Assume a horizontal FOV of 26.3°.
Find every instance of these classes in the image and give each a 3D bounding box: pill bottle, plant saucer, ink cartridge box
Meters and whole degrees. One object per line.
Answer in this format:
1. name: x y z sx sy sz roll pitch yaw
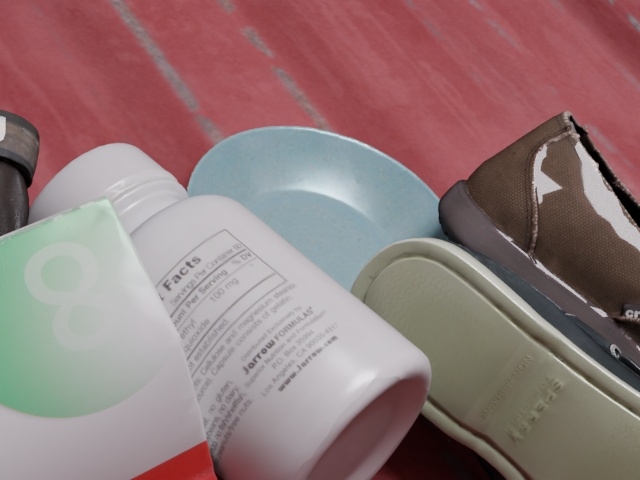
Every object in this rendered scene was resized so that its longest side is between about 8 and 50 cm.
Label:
1. pill bottle: -0.061 0.049 0.778 0.229 0.131 0.131 39 44 22
2. plant saucer: 0.000 0.000 0.928 0.195 0.037 0.195 13 43 -12
3. ink cartridge box: -0.137 0.114 0.654 0.181 0.056 0.224 -25 83 -25

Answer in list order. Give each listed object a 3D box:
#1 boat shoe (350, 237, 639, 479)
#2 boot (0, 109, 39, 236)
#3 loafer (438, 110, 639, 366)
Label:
1. boat shoe: 0.161 0.129 0.813 0.340 0.127 0.113 41 17 13
2. boot: -0.262 0.040 0.712 0.263 0.091 0.229 -1 68 -2
3. loafer: 0.247 0.048 0.874 0.366 0.130 0.134 38 14 7
